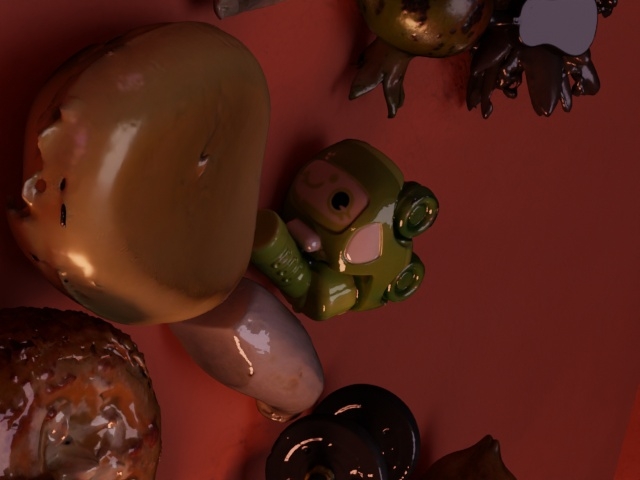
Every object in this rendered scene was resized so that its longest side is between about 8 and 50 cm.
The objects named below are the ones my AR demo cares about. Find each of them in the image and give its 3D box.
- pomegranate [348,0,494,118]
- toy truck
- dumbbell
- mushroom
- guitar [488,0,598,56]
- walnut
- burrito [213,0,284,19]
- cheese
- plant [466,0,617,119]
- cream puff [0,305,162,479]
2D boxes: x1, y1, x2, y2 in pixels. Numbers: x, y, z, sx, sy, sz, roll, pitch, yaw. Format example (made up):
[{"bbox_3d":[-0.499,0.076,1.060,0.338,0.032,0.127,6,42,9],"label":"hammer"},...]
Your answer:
[{"bbox_3d":[0.109,-0.239,1.287,0.156,0.156,0.220,-7,115,-60],"label":"pomegranate"},{"bbox_3d":[0.011,0.005,1.261,0.210,0.148,0.187,-36,142,-20],"label":"toy truck"},{"bbox_3d":[0.030,0.257,1.380,0.325,0.143,0.143,-20,122,-70],"label":"dumbbell"},{"bbox_3d":[-0.054,0.130,1.219,0.103,0.118,0.270,-63,149,-22],"label":"mushroom"},{"bbox_3d":[0.214,-0.268,1.411,0.271,0.038,0.084,-1,103,-21],"label":"guitar"},{"bbox_3d":[0.218,0.459,1.802,0.209,0.209,0.336,7,100,-62],"label":"walnut"},{"bbox_3d":[-0.024,-0.270,1.125,0.275,0.059,0.082,-29,136,-53],"label":"burrito"},{"bbox_3d":[-0.138,-0.056,0.935,0.316,0.128,0.260,3,93,-68],"label":"cheese"},{"bbox_3d":[0.294,-0.314,1.553,0.194,0.181,0.321,-5,104,-60],"label":"plant"},{"bbox_3d":[-0.229,0.164,0.876,0.240,0.164,0.240,-3,94,-62],"label":"cream puff"}]
